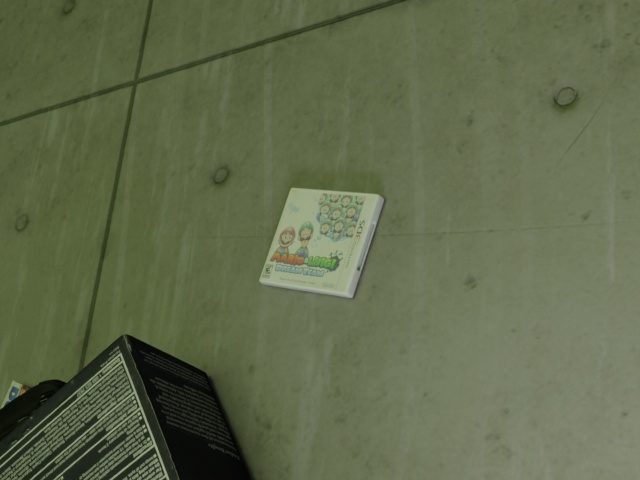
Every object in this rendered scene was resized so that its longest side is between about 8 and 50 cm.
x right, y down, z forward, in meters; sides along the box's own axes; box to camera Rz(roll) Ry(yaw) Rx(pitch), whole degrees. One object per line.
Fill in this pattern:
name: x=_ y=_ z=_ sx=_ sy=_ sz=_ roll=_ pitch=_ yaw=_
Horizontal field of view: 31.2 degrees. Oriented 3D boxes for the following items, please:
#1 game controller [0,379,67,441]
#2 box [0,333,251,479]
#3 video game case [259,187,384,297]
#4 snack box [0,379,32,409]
game controller: x=-0.473 y=0.343 z=1.693 sx=0.319 sy=0.067 sz=0.166 roll=-34 pitch=72 yaw=14
box: x=-0.253 y=0.338 z=1.451 sx=0.296 sy=0.183 sz=0.294 roll=-40 pitch=49 yaw=13
video game case: x=0.000 y=0.000 z=1.538 sx=0.157 sy=0.019 sz=0.143 roll=6 pitch=72 yaw=40
snack box: x=-0.483 y=0.307 z=1.757 sx=0.064 sy=0.022 sz=0.178 roll=14 pitch=77 yaw=40
